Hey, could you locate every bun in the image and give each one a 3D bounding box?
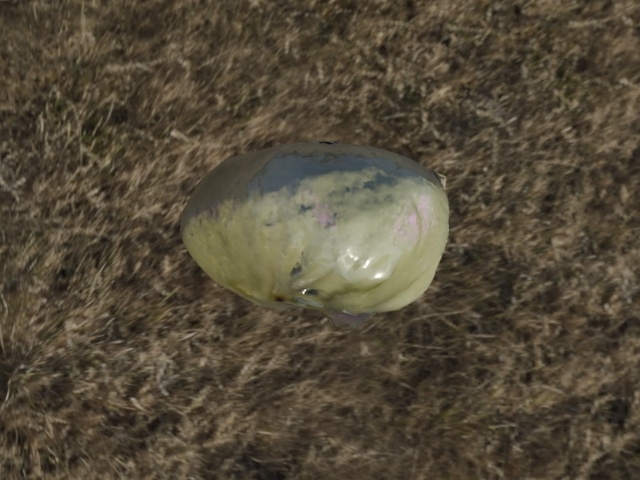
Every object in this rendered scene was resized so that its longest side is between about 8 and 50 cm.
[{"bbox_3d":[-0.001,-0.002,1.004,0.272,0.273,0.169,8,73,-16],"label":"bun"}]
